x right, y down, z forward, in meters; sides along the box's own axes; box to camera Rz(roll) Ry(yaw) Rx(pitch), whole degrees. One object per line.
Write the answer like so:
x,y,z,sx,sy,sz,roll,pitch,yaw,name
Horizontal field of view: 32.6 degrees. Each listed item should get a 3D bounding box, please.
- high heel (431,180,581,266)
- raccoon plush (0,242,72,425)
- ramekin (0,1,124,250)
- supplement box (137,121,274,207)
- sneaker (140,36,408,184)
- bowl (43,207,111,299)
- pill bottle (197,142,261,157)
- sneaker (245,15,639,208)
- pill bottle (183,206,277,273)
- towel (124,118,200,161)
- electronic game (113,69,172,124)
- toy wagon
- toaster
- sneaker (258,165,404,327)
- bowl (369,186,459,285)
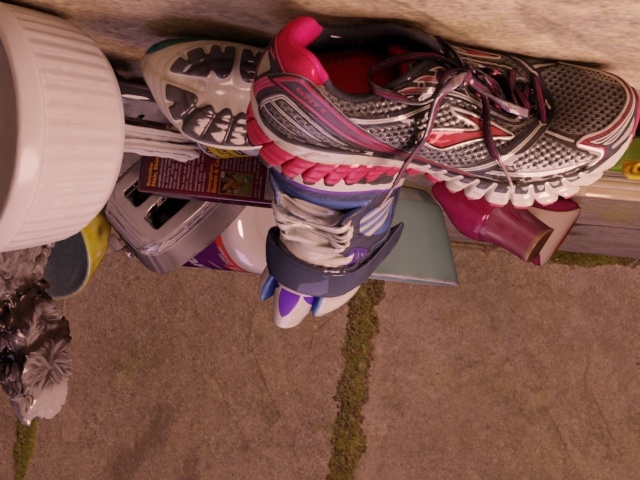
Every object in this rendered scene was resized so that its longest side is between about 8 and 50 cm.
0.308,-0.051,1.774,0.181,0.127,0.377,35,-169,16,high heel
-0.494,0.012,1.366,0.299,0.446,0.216,16,-155,35,raccoon plush
-0.248,-0.088,0.869,0.207,0.207,0.109,4,-175,43,ramekin
-0.112,-0.097,1.311,0.188,0.104,0.081,6,178,10,supplement box
-0.022,-0.123,0.940,0.275,0.107,0.110,13,-167,-30,sneaker
-0.395,-0.076,1.537,0.289,0.289,0.156,4,-140,33,bowl
-0.080,-0.121,1.160,0.065,0.065,0.116,8,176,-35,pill bottle
0.099,-0.098,0.807,0.299,0.121,0.112,-1,148,-13,sneaker
-0.180,-0.045,1.737,0.323,0.181,0.181,3,176,43,pill bottle
-0.297,-0.132,1.194,0.285,0.034,0.209,14,-174,25,towel
-0.227,-0.149,1.067,0.229,0.048,0.229,10,-176,-1,electronic game
0.341,-0.075,1.156,0.267,0.068,0.344,5,177,10,toy wagon
-0.185,-0.061,1.466,0.129,0.227,0.146,49,177,8,toaster
0.000,0.000,1.153,0.130,0.236,0.323,22,-167,10,sneaker
0.099,-0.013,1.966,0.311,0.163,0.311,5,177,0,bowl
